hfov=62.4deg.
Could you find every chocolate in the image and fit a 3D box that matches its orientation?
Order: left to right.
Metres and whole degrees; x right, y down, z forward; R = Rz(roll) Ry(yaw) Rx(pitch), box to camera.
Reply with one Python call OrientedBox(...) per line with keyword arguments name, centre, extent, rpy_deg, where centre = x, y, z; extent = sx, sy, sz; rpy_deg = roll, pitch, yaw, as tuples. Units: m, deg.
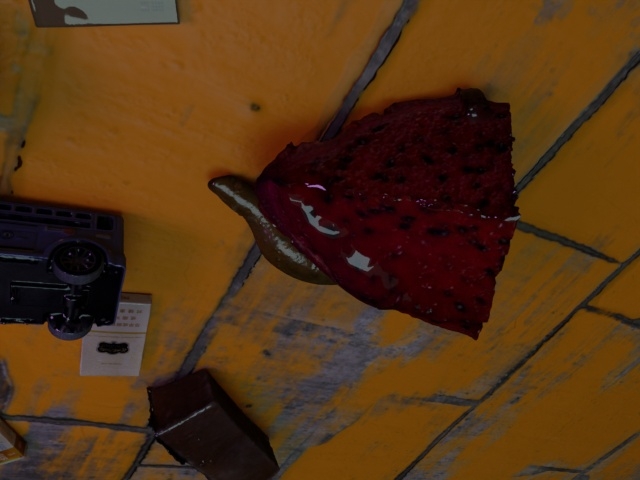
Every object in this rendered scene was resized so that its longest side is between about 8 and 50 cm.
OrientedBox(name="chocolate", centre=(-0.183, 0.355, 0.960), extent=(0.111, 0.112, 0.321), rpy_deg=(-29, 131, -2))

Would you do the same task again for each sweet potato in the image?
OrientedBox(name="sweet potato", centre=(-0.005, 0.006, 0.740), extent=(0.345, 0.079, 0.109), rpy_deg=(17, 95, -26))

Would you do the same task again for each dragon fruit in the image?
OrientedBox(name="dragon fruit", centre=(0.091, -0.056, 0.617), extent=(0.329, 0.303, 0.240), rpy_deg=(11, 170, -10))

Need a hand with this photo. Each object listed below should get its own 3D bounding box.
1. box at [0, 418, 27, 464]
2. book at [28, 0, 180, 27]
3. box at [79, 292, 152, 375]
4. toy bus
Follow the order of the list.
OrientedBox(name="box", centre=(-0.623, 0.350, 0.871), extent=(0.220, 0.032, 0.122), rpy_deg=(-14, 131, -5))
OrientedBox(name="book", centre=(-0.204, -0.291, 0.465), extent=(0.138, 0.016, 0.199), rpy_deg=(-6, 130, -12))
OrientedBox(name="box", centre=(-0.310, 0.145, 0.795), extent=(0.089, 0.024, 0.167), rpy_deg=(7, 127, -21))
OrientedBox(name="toy bus", centre=(-0.381, 0.022, 0.601), extent=(0.292, 0.133, 0.126), rpy_deg=(7, 132, -24))
